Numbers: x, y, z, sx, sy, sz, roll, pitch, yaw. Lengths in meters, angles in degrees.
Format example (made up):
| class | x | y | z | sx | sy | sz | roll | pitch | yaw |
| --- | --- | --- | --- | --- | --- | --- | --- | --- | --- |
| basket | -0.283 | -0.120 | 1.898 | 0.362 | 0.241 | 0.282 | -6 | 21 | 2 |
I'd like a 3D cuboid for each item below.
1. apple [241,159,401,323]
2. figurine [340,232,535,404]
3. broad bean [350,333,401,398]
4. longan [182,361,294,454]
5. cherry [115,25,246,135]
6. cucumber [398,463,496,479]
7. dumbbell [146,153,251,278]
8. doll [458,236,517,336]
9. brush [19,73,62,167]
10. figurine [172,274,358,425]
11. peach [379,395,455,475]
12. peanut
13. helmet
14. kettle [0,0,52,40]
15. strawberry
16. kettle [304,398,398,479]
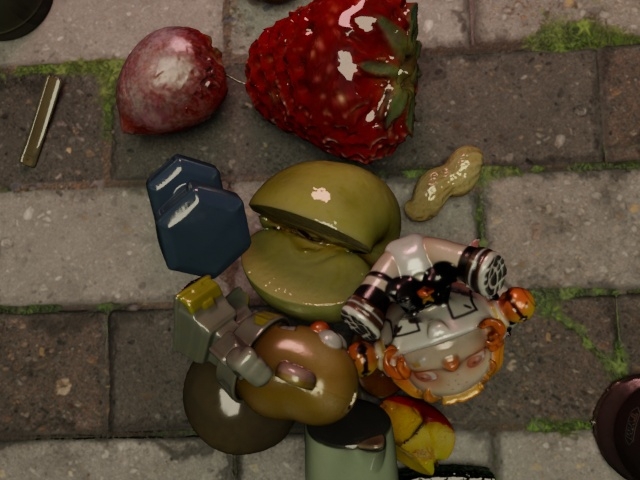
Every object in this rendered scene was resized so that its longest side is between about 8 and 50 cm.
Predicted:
| class | x | y | z | sx | sy | sz | roll | pitch | yaw |
| --- | --- | --- | --- | --- | --- | --- | --- | --- | --- |
| apple | 0.000 | 0.000 | 1.097 | 0.254 | 0.292 | 0.292 | 18 | 85 | 28 |
| figurine | 0.192 | 0.144 | 1.040 | 0.320 | 0.323 | 0.196 | -18 | 40 | 5 |
| broad bean | 0.112 | 0.214 | 1.175 | 0.114 | 0.084 | 0.165 | -17 | 88 | 7 |
| longan | -0.145 | 0.285 | 1.126 | 0.220 | 0.196 | 0.196 | 43 | 88 | -5 |
| cherry | -0.292 | -0.295 | 1.195 | 0.249 | 0.175 | 0.192 | -43 | 96 | 0 |
| cucumber | 0.221 | 0.449 | 1.167 | 0.214 | 0.052 | 0.058 | -1 | 113 | 4 |
| dumbbell | -0.222 | -0.051 | 1.093 | 0.143 | 0.316 | 0.156 | -15 | 112 | -14 |
| doll | 0.298 | 0.096 | 1.167 | 0.110 | 0.107 | 0.181 | -31 | 87 | 0 |
| brush | -0.573 | -0.244 | 1.272 | 0.034 | 0.027 | 0.190 | 17 | 91 | -33 |
| figurine | -0.073 | 0.180 | 0.956 | 0.284 | 0.342 | 0.167 | 28 | 107 | 24 |
| peach | 0.169 | 0.354 | 1.146 | 0.151 | 0.118 | 0.151 | -2 | 118 | -4 |
| peanut | 0.240 | -0.109 | 1.204 | 0.187 | 0.082 | 0.082 | -37 | 84 | -1 |
| helmet | 0.661 | 0.363 | 1.096 | 0.305 | 0.177 | 0.225 | 12 | 87 | 2 |
| kettle | -0.700 | -0.506 | 1.150 | 0.228 | 0.324 | 0.321 | 35 | 87 | 5 |
| strawberry | 0.007 | -0.308 | 1.145 | 0.345 | 0.295 | 0.318 | 6 | 121 | 20 |
| kettle | 0.037 | 0.403 | 1.092 | 0.165 | 0.240 | 0.255 | -16 | 111 | -28 |
